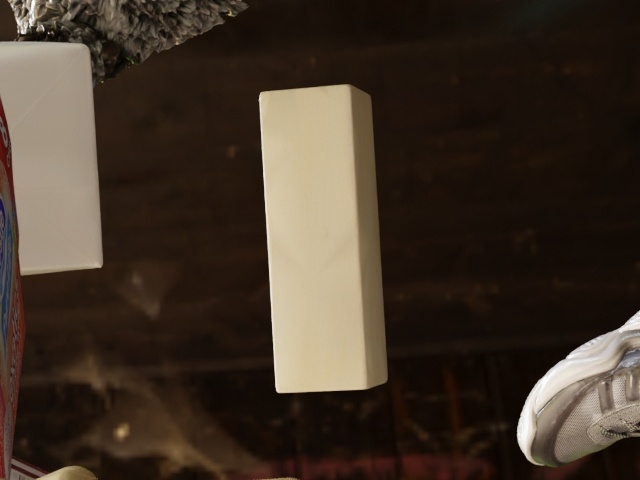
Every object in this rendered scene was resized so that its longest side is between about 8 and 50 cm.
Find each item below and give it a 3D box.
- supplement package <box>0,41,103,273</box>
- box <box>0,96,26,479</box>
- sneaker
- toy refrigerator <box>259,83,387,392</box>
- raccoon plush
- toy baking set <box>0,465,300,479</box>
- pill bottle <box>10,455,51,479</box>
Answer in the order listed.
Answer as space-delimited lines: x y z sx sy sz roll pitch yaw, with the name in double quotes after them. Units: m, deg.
-0.265 -0.047 1.132 0.194 0.149 0.203 -3 -1 -20 "supplement package"
-0.243 0.026 0.616 0.256 0.128 0.123 -2 -59 -4 "box"
0.279 0.139 1.330 0.268 0.153 0.101 -38 -39 25 "sneaker"
0.000 0.000 1.534 0.094 0.270 0.102 -4 -1 12 "toy refrigerator"
-0.204 -0.299 1.444 0.216 0.446 0.299 -14 -65 12 "raccoon plush"
-0.075 0.131 0.581 0.256 0.030 0.196 -22 -38 38 "toy baking set"
-0.150 0.143 0.781 0.152 0.086 0.086 29 -47 -22 "pill bottle"
